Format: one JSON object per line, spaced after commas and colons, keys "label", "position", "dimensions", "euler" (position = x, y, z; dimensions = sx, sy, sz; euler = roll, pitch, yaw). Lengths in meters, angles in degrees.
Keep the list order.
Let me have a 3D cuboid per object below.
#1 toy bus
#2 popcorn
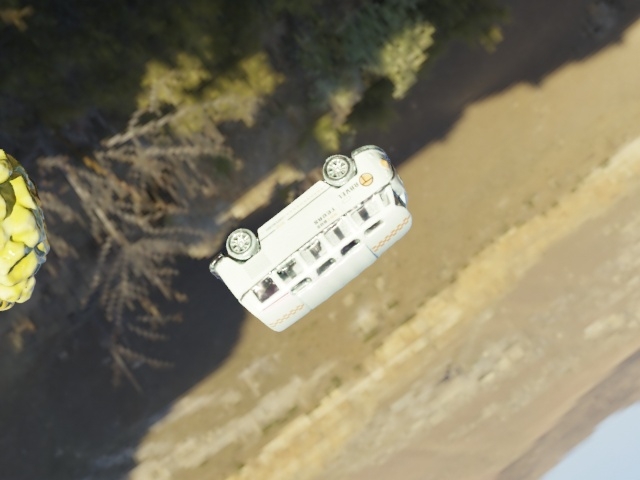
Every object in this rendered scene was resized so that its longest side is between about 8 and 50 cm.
{"label": "toy bus", "position": [0.000, 0.000, 1.211], "dimensions": [0.194, 0.089, 0.087], "euler": [-38, 154, 2]}
{"label": "popcorn", "position": [-0.426, -0.022, 1.590], "dimensions": [0.181, 0.217, 0.235], "euler": [-11, 134, -11]}
